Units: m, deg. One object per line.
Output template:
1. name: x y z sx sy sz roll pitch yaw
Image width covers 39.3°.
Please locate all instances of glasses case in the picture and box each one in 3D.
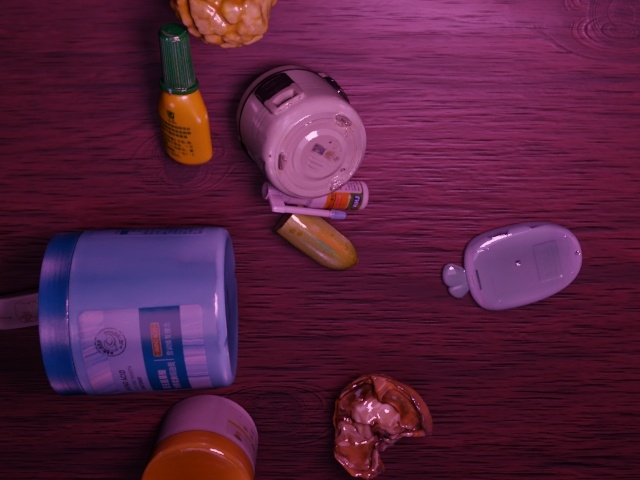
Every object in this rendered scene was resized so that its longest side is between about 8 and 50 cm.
1. glasses case: -0.624 0.145 1.939 0.193 0.049 0.074 -10 108 2

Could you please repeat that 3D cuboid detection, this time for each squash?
1. squash: 0.000 0.000 1.870 0.188 0.095 0.095 38 105 -12

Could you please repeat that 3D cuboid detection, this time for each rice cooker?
1. rice cooker: -0.040 -0.215 1.720 0.226 0.244 0.226 -11 123 -17

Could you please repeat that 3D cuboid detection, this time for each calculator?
1. calculator: 0.410 0.058 1.917 0.299 0.041 0.185 -14 108 3

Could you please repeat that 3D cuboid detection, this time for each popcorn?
1. popcorn: -0.167 -0.473 1.619 0.258 0.270 0.224 17 142 30

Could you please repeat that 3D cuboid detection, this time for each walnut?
1. walnut: 0.121 0.388 1.981 0.238 0.141 0.204 -42 93 15

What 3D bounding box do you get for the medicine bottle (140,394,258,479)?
1. medicine bottle: -0.257 0.492 1.964 0.238 0.232 0.238 0 109 1

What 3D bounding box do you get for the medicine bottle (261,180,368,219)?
1. medicine bottle: -0.007 -0.083 1.802 0.221 0.092 0.061 2 138 -26

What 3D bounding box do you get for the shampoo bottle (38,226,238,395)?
1. shampoo bottle: -0.346 0.138 1.793 0.343 0.331 0.331 -3 109 -1

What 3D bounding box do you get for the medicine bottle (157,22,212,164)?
1. medicine bottle: -0.267 -0.273 1.717 0.111 0.076 0.309 19 141 16
